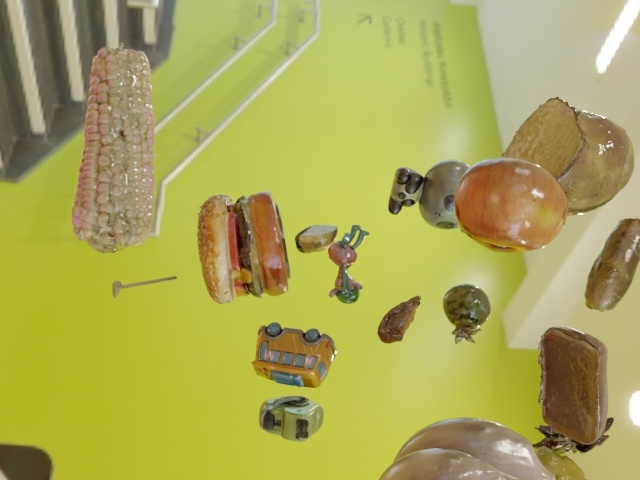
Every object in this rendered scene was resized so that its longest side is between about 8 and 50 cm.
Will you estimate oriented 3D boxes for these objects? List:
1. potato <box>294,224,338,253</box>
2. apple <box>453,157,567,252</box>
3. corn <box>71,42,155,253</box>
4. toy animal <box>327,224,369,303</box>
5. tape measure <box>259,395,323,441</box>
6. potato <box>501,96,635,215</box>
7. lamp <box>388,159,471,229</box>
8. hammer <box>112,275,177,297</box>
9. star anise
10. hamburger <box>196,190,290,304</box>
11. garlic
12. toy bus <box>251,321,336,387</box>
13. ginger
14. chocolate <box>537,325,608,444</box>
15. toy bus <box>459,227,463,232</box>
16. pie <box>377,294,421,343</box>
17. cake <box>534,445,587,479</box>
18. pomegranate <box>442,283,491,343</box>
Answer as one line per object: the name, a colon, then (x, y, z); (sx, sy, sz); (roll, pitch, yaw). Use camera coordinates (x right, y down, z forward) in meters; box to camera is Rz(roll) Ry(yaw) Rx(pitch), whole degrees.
potato: (0.000, 0.000, 2.195); (0.096, 0.103, 0.066); (-38, 120, -47)
apple: (0.347, -0.060, 1.493); (0.209, 0.209, 0.164); (133, -25, -80)
corn: (-0.318, -0.146, 1.287); (0.126, 0.127, 0.335); (128, -34, -79)
toy animal: (0.065, 0.064, 1.950); (0.103, 0.100, 0.208); (-100, -164, -56)
tape measure: (-0.079, 0.473, 2.190); (0.200, 0.175, 0.106); (-7, 102, -70)
potato: (0.608, -0.163, 1.953); (0.289, 0.237, 0.300); (-39, -149, 36)
lamp: (0.312, -0.128, 2.176); (0.198, 0.244, 0.197); (-171, -90, -89)
hammer: (-0.523, 0.135, 2.421); (0.060, 0.195, 0.028); (106, -34, -44)
star anise: (0.765, 0.599, 2.433); (0.102, 0.272, 0.272); (-98, -166, -44)
hamburger: (-0.228, 0.020, 2.360); (0.330, 0.250, 0.329); (169, -90, -84)
garlic: (0.247, 0.444, 1.425); (0.231, 0.340, 0.245); (14, 60, -76)
toy bus: (-0.074, 0.303, 2.097); (0.126, 0.210, 0.136); (75, 27, -52)
ginger: (0.764, 0.064, 2.093); (0.263, 0.116, 0.109); (-61, -153, -5)
chocolate: (0.546, 0.296, 1.714); (0.161, 0.083, 0.261); (25, -53, 51)
toy bus: (0.450, -0.062, 2.577); (0.083, 0.038, 0.046); (56, -4, 46)
pie: (0.187, 0.198, 1.975); (0.191, 0.088, 0.033); (-54, 129, -53)
cake: (0.654, 0.730, 2.361); (0.156, 0.179, 0.260); (-52, 172, -47)
pomegranate: (0.426, 0.208, 2.342); (0.148, 0.149, 0.169); (103, -17, -55)
